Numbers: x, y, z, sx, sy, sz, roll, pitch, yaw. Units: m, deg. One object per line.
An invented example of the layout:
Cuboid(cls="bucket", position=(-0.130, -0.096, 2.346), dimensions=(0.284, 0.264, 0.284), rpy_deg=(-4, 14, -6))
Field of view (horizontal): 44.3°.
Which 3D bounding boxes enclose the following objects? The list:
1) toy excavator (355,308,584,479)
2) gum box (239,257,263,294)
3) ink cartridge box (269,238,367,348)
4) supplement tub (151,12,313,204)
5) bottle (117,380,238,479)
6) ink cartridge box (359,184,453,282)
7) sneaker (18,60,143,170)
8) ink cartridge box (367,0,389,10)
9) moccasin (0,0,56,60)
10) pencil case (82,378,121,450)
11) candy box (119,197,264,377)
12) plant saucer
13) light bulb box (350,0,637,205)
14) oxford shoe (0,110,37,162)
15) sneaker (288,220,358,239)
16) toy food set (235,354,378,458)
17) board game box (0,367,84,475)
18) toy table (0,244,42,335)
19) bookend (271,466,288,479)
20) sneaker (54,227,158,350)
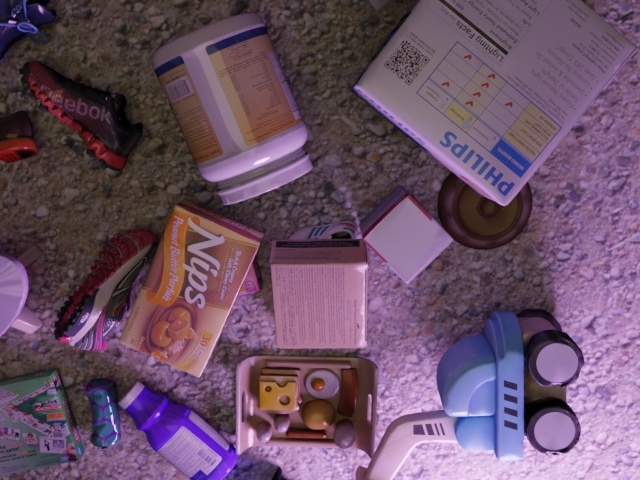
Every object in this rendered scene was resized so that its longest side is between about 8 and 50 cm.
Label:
Cuboid(cls="toy excavator", position=(0.292, 0.360, 1.639), dimensions=(0.446, 0.222, 0.432), rpy_deg=(-1, 101, 4))
Cuboid(cls="gum box", position=(-0.227, 0.068, 1.663), dimensions=(0.189, 0.062, 0.107), rpy_deg=(-12, 102, 5))
Cuboid(cls="ink cartridge box", position=(-0.001, 0.111, 1.615), dimensions=(0.194, 0.088, 0.234), rpy_deg=(-1, 126, 1))
Cuboid(cls="supplement tub", position=(-0.161, -0.248, 1.506), dimensions=(0.229, 0.228, 0.316), rpy_deg=(-21, 101, 6))
Cuboid(cls="bottle", position=(-0.318, 0.424, 1.730), dimensions=(0.283, 0.092, 0.118), rpy_deg=(42, 109, -7))
Cuboid(cls="ink cartridge box", position=(0.166, -0.018, 1.577), dimensions=(0.128, 0.176, 0.127), rpy_deg=(44, 98, -8))
Cuboid(cls="sneaker", position=(-0.469, -0.273, 1.576), dimensions=(0.276, 0.097, 0.135), rpy_deg=(44, 100, -10))
Cuboid(cls="ink cartridge box", position=(0.132, -0.554, 1.442), dimensions=(0.223, 0.224, 0.045), rpy_deg=(-40, 136, 9))
Cuboid(cls="moccasin", position=(-0.565, -0.463, 1.517), dimensions=(0.117, 0.137, 0.342), rpy_deg=(33, 102, -10))
Cuboid(cls="pencil case", position=(-0.483, 0.383, 1.740), dimensions=(0.070, 0.064, 0.151), rpy_deg=(-7, 103, -22))
Cuboid(cls="candy box", position=(-0.260, 0.096, 1.592), dimensions=(0.183, 0.087, 0.316), rpy_deg=(24, 102, -3))
Cuboid(cls="plant saucer", position=(0.344, -0.073, 1.630), dimensions=(0.199, 0.036, 0.198), rpy_deg=(0, 102, 1))
Cuboid(cls="light bulb box", position=(0.302, -0.317, 1.463), dimensions=(0.358, 0.225, 0.361), rpy_deg=(38, 96, -5))
Cuboid(cls="oxford shoe", position=(-0.719, -0.200, 1.614), dimensions=(0.272, 0.097, 0.098), rpy_deg=(-11, 82, 0))
Cuboid(cls="sneaker", position=(0.000, 0.000, 1.635), dimensions=(0.162, 0.075, 0.057), rpy_deg=(-14, 102, 4))
Cuboid(cls="toy food set", position=(-0.031, 0.369, 1.711), dimensions=(0.306, 0.092, 0.219), rpy_deg=(1, 103, 1))
Cuboid(cls="board game box", position=(-0.715, 0.421, 1.765), dimensions=(0.318, 0.046, 0.213), rpy_deg=(-12, 101, 4))
Cuboid(cls="toy table", position=(-0.706, 0.116, 1.638), dimensions=(0.274, 0.161, 0.252), rpy_deg=(-28, 100, 7))
Cuboid(cls="bookend", position=(-0.065, 0.625, 1.780), dimensions=(0.156, 0.072, 0.157), rpy_deg=(27, 101, -5))
Cuboid(cls="sneaker", position=(-0.439, 0.102, 1.663), dimensions=(0.112, 0.121, 0.299), rpy_deg=(32, 102, -35))
